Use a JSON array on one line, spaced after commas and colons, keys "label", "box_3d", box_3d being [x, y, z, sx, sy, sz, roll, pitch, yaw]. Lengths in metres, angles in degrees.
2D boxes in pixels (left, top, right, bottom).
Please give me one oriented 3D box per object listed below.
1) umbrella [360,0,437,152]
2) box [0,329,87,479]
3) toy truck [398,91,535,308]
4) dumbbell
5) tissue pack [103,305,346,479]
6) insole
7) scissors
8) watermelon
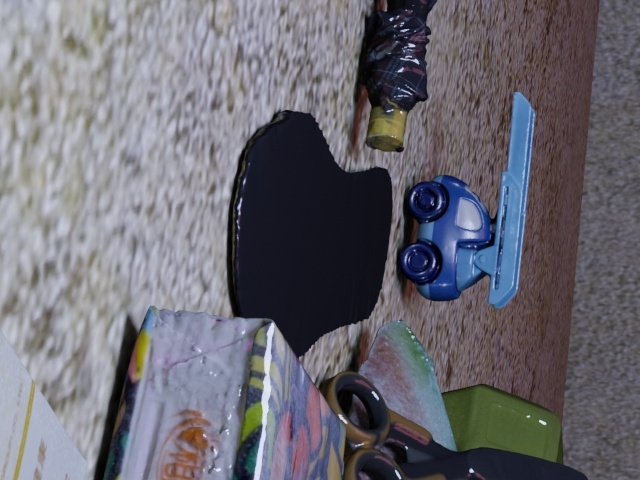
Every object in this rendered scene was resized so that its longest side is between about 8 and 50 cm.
[{"label": "umbrella", "box_3d": [0.044, -0.116, 1.049, 0.040, 0.037, 0.144, 34, 57, -45]}, {"label": "box", "box_3d": [-0.097, 0.065, 0.490, 0.167, 0.024, 0.090, 73, 25, -61]}, {"label": "toy truck", "box_3d": [0.094, -0.027, 1.240, 0.063, 0.074, 0.136, 25, 70, -77]}, {"label": "dumbbell", "box_3d": [0.085, 0.237, 1.235, 0.108, 0.121, 0.302, 129, -20, -53]}, {"label": "tissue pack", "box_3d": [-0.035, 0.099, 0.714, 0.148, 0.060, 0.109, 63, 33, -67]}, {"label": "insole", "box_3d": [0.000, 0.000, 0.967, 0.348, 0.009, 0.119, 0, 97, -78]}, {"label": "scissors", "box_3d": [0.081, 0.125, 1.070, 0.220, 0.017, 0.088, 15, 50, -45]}, {"label": "watermelon", "box_3d": [0.037, 0.127, 1.069, 0.180, 0.081, 0.094, -95, 162, -45]}]
